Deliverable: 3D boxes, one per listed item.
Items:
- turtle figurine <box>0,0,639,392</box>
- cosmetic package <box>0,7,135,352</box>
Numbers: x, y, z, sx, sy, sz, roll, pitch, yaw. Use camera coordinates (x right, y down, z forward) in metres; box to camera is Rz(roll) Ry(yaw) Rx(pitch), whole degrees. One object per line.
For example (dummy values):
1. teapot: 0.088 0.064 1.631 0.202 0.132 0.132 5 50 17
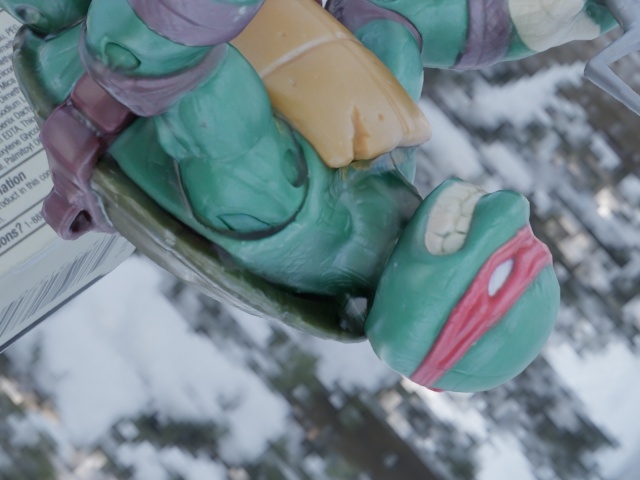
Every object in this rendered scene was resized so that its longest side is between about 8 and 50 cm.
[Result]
1. turtle figurine: -0.013 -0.047 0.376 0.118 0.234 0.175 -53 -11 10
2. cosmetic package: -0.210 -0.090 0.829 0.153 0.296 0.129 -37 -7 -34
